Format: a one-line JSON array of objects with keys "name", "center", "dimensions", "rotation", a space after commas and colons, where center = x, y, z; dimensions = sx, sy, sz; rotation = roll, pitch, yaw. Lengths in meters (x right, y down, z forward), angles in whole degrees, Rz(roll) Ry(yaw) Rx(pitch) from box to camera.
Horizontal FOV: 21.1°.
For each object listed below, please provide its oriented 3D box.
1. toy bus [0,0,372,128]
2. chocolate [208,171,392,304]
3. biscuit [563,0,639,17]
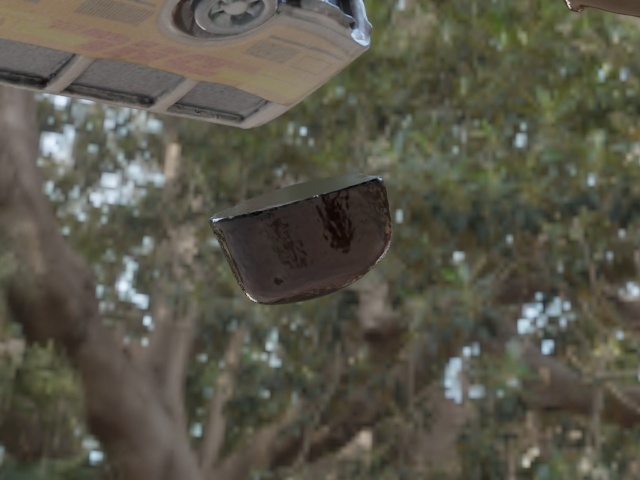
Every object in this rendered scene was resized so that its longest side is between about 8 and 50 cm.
[{"name": "toy bus", "center": [-0.133, -0.135, 0.779], "dimensions": [0.342, 0.097, 0.138], "rotation": [7, -29, -39]}, {"name": "chocolate", "center": [0.000, 0.000, 1.254], "dimensions": [0.125, 0.080, 0.148], "rotation": [-11, 6, 23]}, {"name": "biscuit", "center": [0.215, -0.286, 1.231], "dimensions": [0.268, 0.366, 0.115], "rotation": [-23, -39, -18]}]
